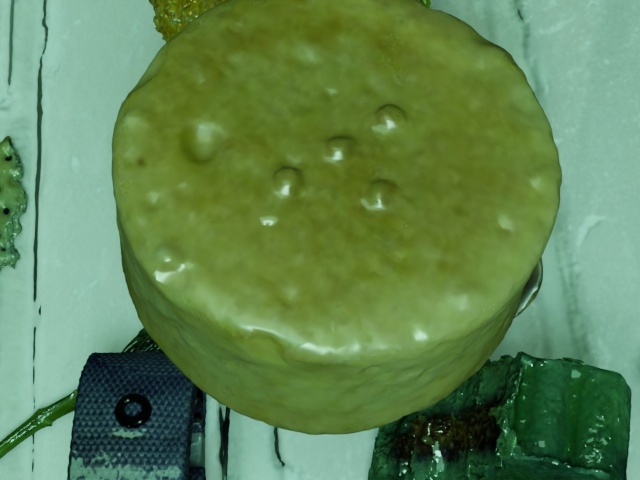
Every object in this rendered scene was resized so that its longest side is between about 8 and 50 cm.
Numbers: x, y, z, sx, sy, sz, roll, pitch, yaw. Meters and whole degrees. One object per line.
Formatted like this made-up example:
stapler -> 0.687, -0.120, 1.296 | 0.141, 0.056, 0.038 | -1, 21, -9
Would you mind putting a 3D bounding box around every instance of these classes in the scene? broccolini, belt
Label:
broccolini -> -0.205, 0.138, 1.002 | 0.218, 0.042, 0.044 | -38, 40, -6
belt -> -0.138, 0.202, 0.911 | 0.126, 0.140, 0.231 | -1, 63, 0

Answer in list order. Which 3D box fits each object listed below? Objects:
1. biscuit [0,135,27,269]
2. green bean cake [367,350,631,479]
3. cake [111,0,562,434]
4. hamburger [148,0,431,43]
biscuit -> -0.375, -0.005, 1.094 | 0.203, 0.016, 0.144 | -26, 65, -5
green bean cake -> 0.134, 0.156, 0.859 | 0.193, 0.208, 0.107 | 12, 64, 10
cake -> 0.004, 0.007, 0.881 | 0.332, 0.321, 0.332 | 1, 62, -2
hamburger -> -0.027, -0.264, 1.084 | 0.294, 0.179, 0.276 | -40, 68, -12
